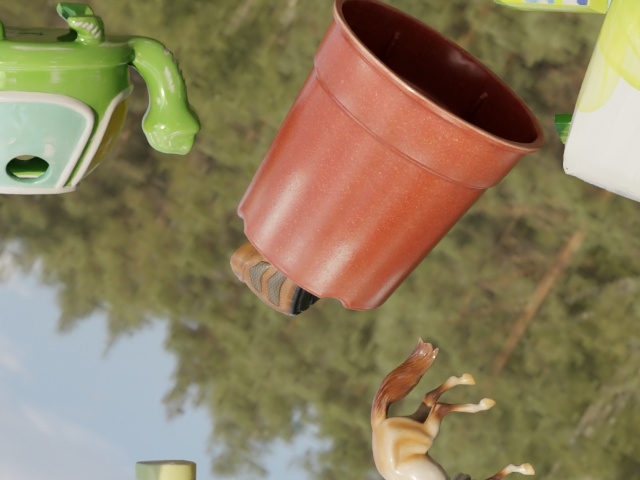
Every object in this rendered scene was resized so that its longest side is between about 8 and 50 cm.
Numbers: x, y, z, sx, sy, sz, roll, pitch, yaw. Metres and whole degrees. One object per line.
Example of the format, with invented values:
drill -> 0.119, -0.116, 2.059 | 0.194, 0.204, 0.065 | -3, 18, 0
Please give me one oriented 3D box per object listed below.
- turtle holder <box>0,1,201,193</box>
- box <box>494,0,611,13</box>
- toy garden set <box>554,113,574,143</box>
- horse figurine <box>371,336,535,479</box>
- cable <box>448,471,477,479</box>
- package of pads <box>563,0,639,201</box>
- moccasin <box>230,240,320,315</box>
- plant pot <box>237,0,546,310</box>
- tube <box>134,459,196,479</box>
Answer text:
turtle holder -> -0.339, -0.182, 1.930 | 0.320, 0.227, 0.243 | -6, -165, -36
box -> 0.298, -0.335, 1.859 | 0.042, 0.109, 0.178 | 11, -179, -41
toy garden set -> 0.434, -0.136, 2.107 | 0.204, 0.049, 0.244 | 1, 177, 14
horse figurine -> 0.127, 0.242, 1.621 | 0.263, 0.174, 0.066 | 63, 165, 14
cable -> 0.168, 0.469, 2.278 | 0.089, 0.257, 0.257 | 34, -136, 16
package of pads -> 0.354, -0.162, 1.323 | 0.229, 0.296, 0.101 | 23, -164, 30
moccasin -> -0.001, 0.003, 2.186 | 0.147, 0.139, 0.380 | 29, -148, 19
plant pot -> 0.060, -0.084, 1.671 | 0.272, 0.265, 0.272 | 29, -157, -14
tube -> -0.151, 0.334, 1.474 | 0.062, 0.240, 0.070 | -3, 173, 41
